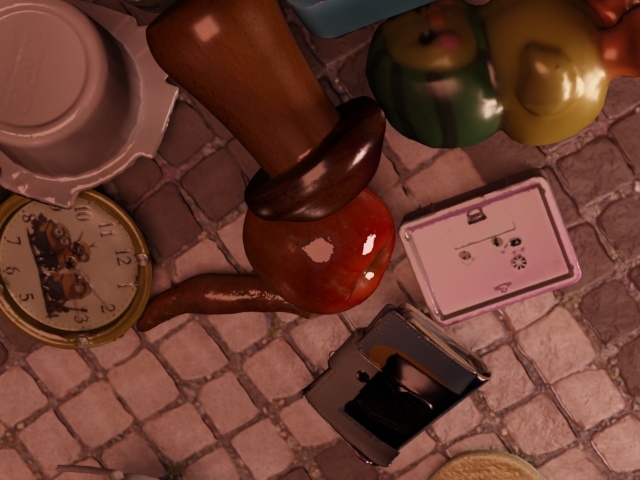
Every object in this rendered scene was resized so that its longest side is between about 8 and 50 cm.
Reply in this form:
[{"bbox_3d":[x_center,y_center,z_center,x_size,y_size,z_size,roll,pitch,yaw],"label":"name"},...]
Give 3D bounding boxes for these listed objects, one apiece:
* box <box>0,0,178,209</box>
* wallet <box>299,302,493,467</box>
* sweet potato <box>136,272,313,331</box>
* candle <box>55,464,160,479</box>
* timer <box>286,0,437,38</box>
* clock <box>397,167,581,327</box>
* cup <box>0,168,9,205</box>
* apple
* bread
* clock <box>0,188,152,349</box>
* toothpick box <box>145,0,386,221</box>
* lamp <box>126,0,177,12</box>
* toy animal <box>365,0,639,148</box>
[{"bbox_3d":[-0.304,-0.192,1.744,0.291,0.206,0.262,-23,86,1],"label":"box"},{"bbox_3d":[0.088,0.189,1.873,0.170,0.069,0.231,40,123,-7],"label":"wallet"},{"bbox_3d":[-0.133,0.076,1.906,0.255,0.058,0.078,-7,125,14],"label":"sweet potato"},{"bbox_3d":[-0.220,0.450,1.937,0.221,0.221,0.343,-15,103,12],"label":"candle"},{"bbox_3d":[0.052,-0.383,1.681,0.231,0.091,0.250,-20,68,13],"label":"timer"},{"bbox_3d":[0.212,0.007,1.832,0.197,0.063,0.150,-20,102,13],"label":"clock"},{"bbox_3d":[-0.543,-0.046,1.839,0.258,0.234,0.186,-39,96,18],"label":"cup"},{"bbox_3d":[0.000,0.000,1.808,0.168,0.181,0.181,30,109,25],"label":"apple"},{"bbox_3d":[0.214,0.330,1.939,0.192,0.036,0.112,-14,98,15],"label":"bread"},{"bbox_3d":[-0.330,0.029,1.920,0.237,0.057,0.237,2,108,7],"label":"clock"},{"bbox_3d":[-0.057,-0.161,1.649,0.192,0.192,0.294,-33,105,15],"label":"toothpick box"},{"bbox_3d":[-0.189,-0.330,1.714,0.121,0.215,0.121,2,104,9],"label":"lamp"},{"bbox_3d":[0.223,-0.200,1.706,0.338,0.216,0.191,-10,130,6],"label":"toy animal"}]
